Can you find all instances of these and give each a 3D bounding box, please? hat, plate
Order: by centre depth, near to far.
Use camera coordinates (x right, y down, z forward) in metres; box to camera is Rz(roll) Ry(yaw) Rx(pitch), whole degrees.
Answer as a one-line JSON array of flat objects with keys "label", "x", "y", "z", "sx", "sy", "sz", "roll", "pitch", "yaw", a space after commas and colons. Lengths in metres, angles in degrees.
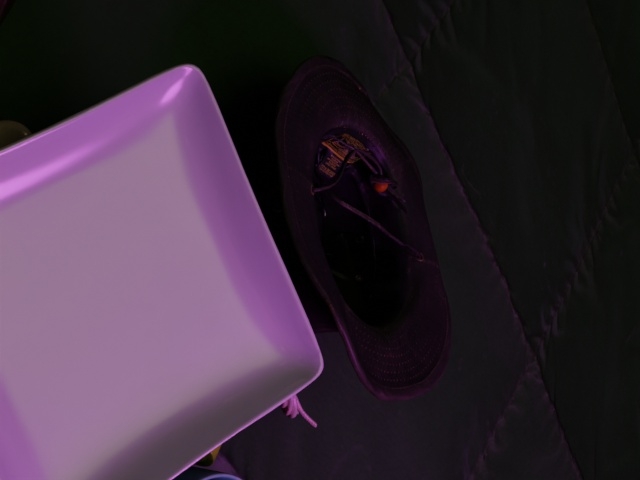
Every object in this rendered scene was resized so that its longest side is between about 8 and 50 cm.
[{"label": "plate", "x": -0.153, "y": 0.045, "z": 0.795, "sx": 0.277, "sy": 0.045, "sz": 0.278, "roll": -32, "pitch": 108, "yaw": -32}, {"label": "hat", "x": 0.000, "y": 0.000, "z": 1.033, "sx": 0.331, "sy": 0.134, "sz": 0.331, "roll": 42, "pitch": 39, "yaw": -47}]

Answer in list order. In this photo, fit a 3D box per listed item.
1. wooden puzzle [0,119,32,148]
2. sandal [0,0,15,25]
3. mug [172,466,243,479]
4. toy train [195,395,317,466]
[{"label": "wooden puzzle", "x": -0.260, "y": 0.056, "z": 0.775, "sx": 0.239, "sy": 0.044, "sz": 0.220, "roll": -40, "pitch": 121, "yaw": -44}, {"label": "sandal", "x": -0.281, "y": -0.139, "z": 0.746, "sx": 0.079, "sy": 0.088, "sz": 0.240, "roll": 29, "pitch": 55, "yaw": -14}, {"label": "mug", "x": -0.125, "y": 0.241, "z": 0.904, "sx": 0.129, "sy": 0.097, "sz": 0.157, "roll": -15, "pitch": 101, "yaw": -50}, {"label": "toy train", "x": -0.080, "y": 0.139, "z": 0.949, "sx": 0.248, "sy": 0.105, "sz": 0.143, "roll": 60, "pitch": 45, "yaw": -33}]
